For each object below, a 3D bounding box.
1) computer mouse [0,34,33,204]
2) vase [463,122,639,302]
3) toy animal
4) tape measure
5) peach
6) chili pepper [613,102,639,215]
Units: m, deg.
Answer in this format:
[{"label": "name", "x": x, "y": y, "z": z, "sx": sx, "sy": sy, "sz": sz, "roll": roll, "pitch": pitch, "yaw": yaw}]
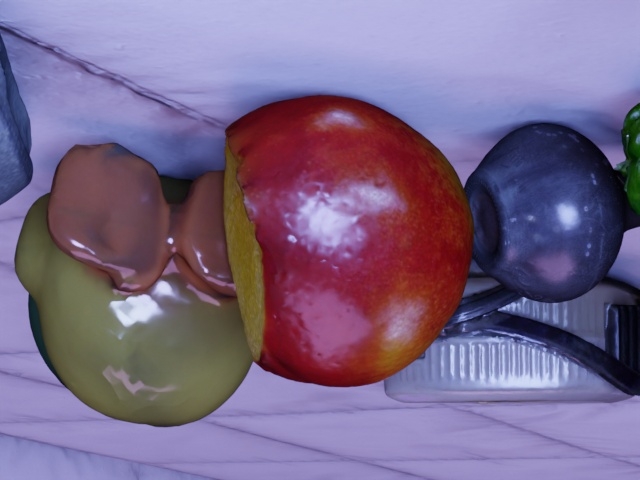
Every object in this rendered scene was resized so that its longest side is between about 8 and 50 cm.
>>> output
[{"label": "computer mouse", "x": -0.275, "y": -0.078, "z": 1.021, "sx": 0.203, "sy": 0.114, "sz": 0.374, "roll": 4, "pitch": 165, "yaw": 5}, {"label": "vase", "x": 0.190, "y": -0.025, "z": 1.133, "sx": 0.183, "sy": 0.120, "sz": 0.120, "roll": -10, "pitch": 170, "yaw": -18}, {"label": "toy animal", "x": -0.135, "y": 0.051, "z": 1.329, "sx": 0.216, "sy": 0.191, "sz": 0.338, "roll": 7, "pitch": 166, "yaw": -11}, {"label": "tape measure", "x": 0.191, "y": 0.081, "z": 1.498, "sx": 0.271, "sy": 0.133, "sz": 0.231, "roll": 2, "pitch": 173, "yaw": 4}, {"label": "peach", "x": 0.000, "y": 0.000, "z": 1.100, "sx": 0.192, "sy": 0.190, "sz": 0.190, "roll": 21, "pitch": 159, "yaw": -34}, {"label": "chili pepper", "x": 0.303, "y": -0.059, "z": 1.004, "sx": 0.253, "sy": 0.083, "sz": 0.099, "roll": -2, "pitch": 162, "yaw": 4}]
